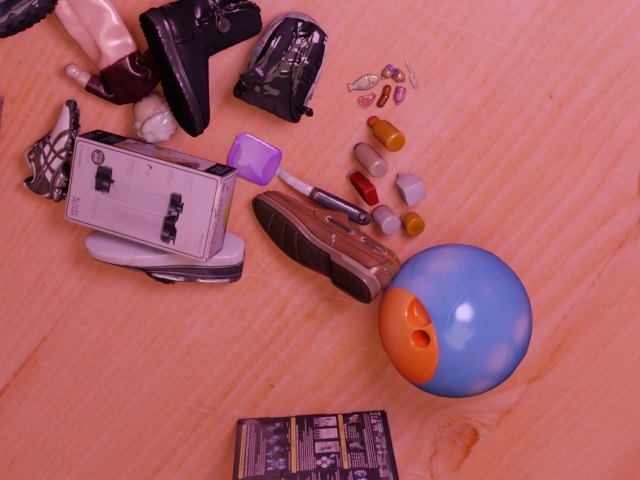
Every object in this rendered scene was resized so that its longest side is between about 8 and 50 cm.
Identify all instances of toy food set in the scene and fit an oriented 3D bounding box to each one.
[{"bbox_3d":[0.120,-0.282,1.834,0.122,0.019,0.078,-25,108,6],"label":"toy food set"},{"bbox_3d":[0.120,-0.113,1.871,0.111,0.104,0.232,-28,126,-7],"label":"toy food set"}]

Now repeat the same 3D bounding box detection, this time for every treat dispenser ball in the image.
[{"bbox_3d":[0.250,0.150,1.846,0.288,0.288,0.288,-1,109,-2],"label":"treat dispenser ball"}]

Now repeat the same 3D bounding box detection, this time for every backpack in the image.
[{"bbox_3d":[-0.064,-0.319,1.766,0.152,0.115,0.182,20,106,-21],"label":"backpack"}]

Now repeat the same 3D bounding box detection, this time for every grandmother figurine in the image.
[{"bbox_3d":[-0.357,-0.326,1.766,0.207,0.104,0.342,-16,114,32],"label":"grandmother figurine"}]

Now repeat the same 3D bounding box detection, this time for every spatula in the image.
[{"bbox_3d":[-0.037,-0.103,1.870,0.296,0.030,0.084,29,106,2],"label":"spatula"}]

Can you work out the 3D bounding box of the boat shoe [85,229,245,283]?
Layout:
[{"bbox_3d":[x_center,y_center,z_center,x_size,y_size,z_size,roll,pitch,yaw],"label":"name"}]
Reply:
[{"bbox_3d":[-0.296,0.037,1.888,0.301,0.108,0.102,2,128,-8],"label":"boat shoe"}]

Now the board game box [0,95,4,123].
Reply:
[{"bbox_3d":[-0.742,-0.161,1.778,0.291,0.141,0.232,9,108,-5],"label":"board game box"}]

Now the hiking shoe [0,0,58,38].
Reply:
[{"bbox_3d":[-0.592,-0.400,1.688,0.304,0.113,0.132,-15,103,22],"label":"hiking shoe"}]

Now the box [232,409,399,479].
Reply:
[{"bbox_3d":[-0.009,0.460,1.886,0.318,0.395,0.097,-2,108,-2],"label":"box"}]

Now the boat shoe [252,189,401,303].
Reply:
[{"bbox_3d":[0.010,-0.004,1.847,0.307,0.111,0.104,38,61,17],"label":"boat shoe"}]

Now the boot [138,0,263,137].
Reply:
[{"bbox_3d":[-0.185,-0.329,1.734,0.207,0.094,0.246,-31,120,-24],"label":"boot"}]

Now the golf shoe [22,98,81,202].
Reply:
[{"bbox_3d":[-0.498,-0.170,1.820,0.093,0.077,0.198,14,107,-7],"label":"golf shoe"}]

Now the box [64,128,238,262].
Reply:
[{"bbox_3d":[-0.310,-0.083,1.808,0.290,0.087,0.169,15,108,11],"label":"box"}]
